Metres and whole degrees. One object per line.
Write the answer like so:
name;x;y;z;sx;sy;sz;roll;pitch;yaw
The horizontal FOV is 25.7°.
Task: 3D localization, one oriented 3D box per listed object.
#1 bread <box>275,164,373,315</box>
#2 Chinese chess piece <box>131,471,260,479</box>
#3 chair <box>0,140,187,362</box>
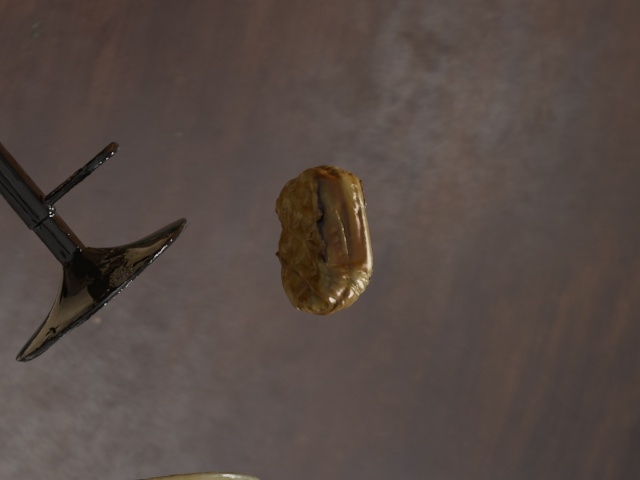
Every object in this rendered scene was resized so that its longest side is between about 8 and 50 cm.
bread;0.000;0.000;1.025;0.044;0.083;0.111;4;75;-35
Chinese chess piece;-0.167;0.294;1.282;0.270;0.270;0.112;-3;69;-21
chair;-0.343;-0.097;1.401;0.226;0.226;0.401;-43;100;-15
